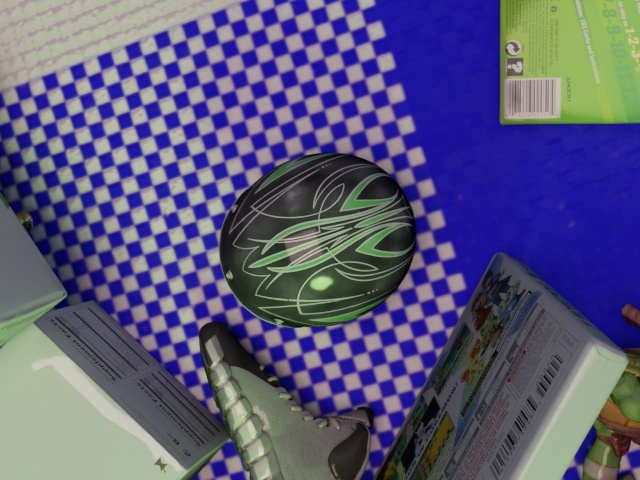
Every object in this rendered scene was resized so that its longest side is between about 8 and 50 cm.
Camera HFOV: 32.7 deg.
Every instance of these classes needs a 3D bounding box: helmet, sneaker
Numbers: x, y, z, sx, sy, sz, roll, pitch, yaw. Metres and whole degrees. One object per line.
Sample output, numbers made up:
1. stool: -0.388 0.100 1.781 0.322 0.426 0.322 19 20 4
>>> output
1. helmet: 0.000 0.000 0.971 0.169 0.161 0.169 1 93 12
2. sneaker: -0.022 0.166 1.039 0.132 0.086 0.228 -22 75 -12

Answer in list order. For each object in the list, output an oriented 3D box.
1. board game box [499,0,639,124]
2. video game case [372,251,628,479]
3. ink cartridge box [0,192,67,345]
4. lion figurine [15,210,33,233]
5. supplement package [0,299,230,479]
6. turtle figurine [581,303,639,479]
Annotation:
1. board game box: 0.288 -0.164 0.952 0.259 0.039 0.124 2 98 20
2. video game case: 0.112 0.187 0.892 0.036 0.300 0.329 26 99 -8
3. ink cartridge box: -0.395 0.048 0.944 0.278 0.117 0.201 -35 88 20
4. lion figurine: -0.433 -0.009 1.074 0.240 0.142 0.392 35 102 11
5. supplement package: -0.257 0.224 1.047 0.204 0.145 0.262 42 100 6
6. turtle figurine: 0.295 0.207 0.909 0.266 0.274 0.197 15 131 6
